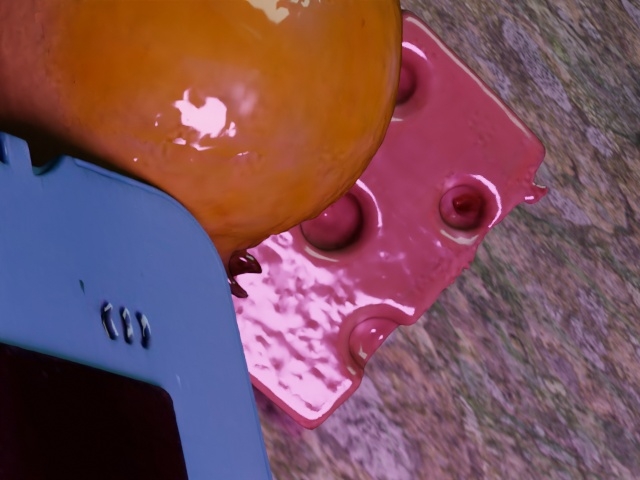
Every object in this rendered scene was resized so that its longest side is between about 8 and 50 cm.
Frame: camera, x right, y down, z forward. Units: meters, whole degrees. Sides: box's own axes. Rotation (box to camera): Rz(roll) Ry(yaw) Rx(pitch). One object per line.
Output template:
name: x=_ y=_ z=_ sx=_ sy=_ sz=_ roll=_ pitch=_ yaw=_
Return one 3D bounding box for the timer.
timer: x=-0.120 y=0.079 z=0.706 sx=0.232 sy=0.091 sz=0.250 roll=21 pitch=50 yaw=-46

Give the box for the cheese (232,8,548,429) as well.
cheese: x=0.006 y=-0.015 z=1.079 sx=0.128 sy=0.203 sz=0.177 roll=41 pitch=-4 yaw=-12

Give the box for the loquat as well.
loquat: x=-0.074 y=-0.088 z=0.901 sx=0.244 sy=0.244 sz=0.244 roll=38 pitch=28 yaw=-25
